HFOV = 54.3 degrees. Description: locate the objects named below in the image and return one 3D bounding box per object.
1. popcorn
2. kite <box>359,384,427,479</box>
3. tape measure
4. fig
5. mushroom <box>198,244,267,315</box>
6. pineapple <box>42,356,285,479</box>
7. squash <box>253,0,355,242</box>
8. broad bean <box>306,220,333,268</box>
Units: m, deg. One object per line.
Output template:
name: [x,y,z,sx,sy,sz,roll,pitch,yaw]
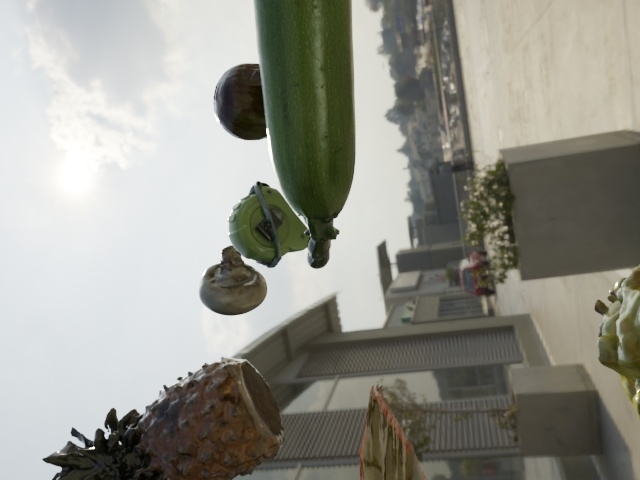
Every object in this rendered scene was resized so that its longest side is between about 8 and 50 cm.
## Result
popcorn: [0.362,0.095,0.572,0.218,0.189,0.169,14,-117,-41]
kite: [0.051,0.238,0.259,0.327,0.013,0.377,-23,-75,-74]
tape measure: [-0.127,-0.032,1.464,0.175,0.106,0.200,-42,-72,-27]
fig: [-0.066,-0.183,0.839,0.103,0.155,0.109,122,151,-53]
mushroom: [-0.104,0.045,0.738,0.085,0.085,0.079,-69,-13,-65]
pineapple: [-0.227,0.288,0.856,0.169,0.341,0.169,63,-176,-9]
squash: [-0.015,-0.186,0.680,0.107,0.107,0.395,-68,-25,-66]
broad bean: [-0.001,0.003,1.205,0.254,0.047,0.065,98,-171,-61]
